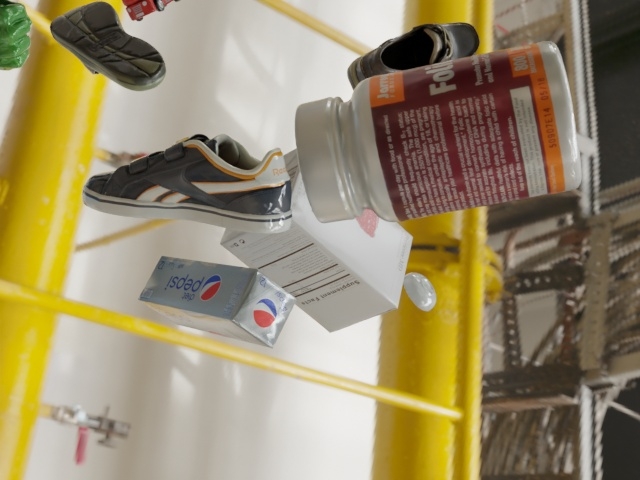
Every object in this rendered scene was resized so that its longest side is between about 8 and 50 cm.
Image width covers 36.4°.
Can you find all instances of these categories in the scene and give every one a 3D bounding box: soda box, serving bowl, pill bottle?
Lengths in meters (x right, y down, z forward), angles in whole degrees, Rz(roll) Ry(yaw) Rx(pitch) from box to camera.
[{"bbox_3d":[-0.171,0.095,1.564,0.286,0.098,0.091,6,-116,50],"label":"soda box"},{"bbox_3d":[0.199,0.096,1.890,0.027,0.083,0.083,-36,-135,29],"label":"serving bowl"},{"bbox_3d":[0.173,-0.151,1.455,0.392,0.224,0.224,-10,-123,11],"label":"pill bottle"}]

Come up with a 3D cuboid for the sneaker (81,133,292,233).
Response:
[{"bbox_3d":[-0.191,-0.093,1.393,0.321,0.126,0.127,6,-74,15],"label":"sneaker"}]

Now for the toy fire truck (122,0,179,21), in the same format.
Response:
[{"bbox_3d":[-0.255,-0.414,1.450,0.047,0.135,0.192,-17,-160,25],"label":"toy fire truck"}]

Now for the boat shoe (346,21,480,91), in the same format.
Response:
[{"bbox_3d":[0.220,-0.381,2.029,0.132,0.355,0.130,60,-33,0],"label":"boat shoe"}]

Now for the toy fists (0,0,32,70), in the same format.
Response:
[{"bbox_3d":[-0.632,-0.465,1.867,0.142,0.096,0.279,6,-66,35],"label":"toy fists"}]

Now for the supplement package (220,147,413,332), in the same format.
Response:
[{"bbox_3d":[0.000,0.000,1.752,0.175,0.293,0.177,-25,-143,39],"label":"supplement package"}]

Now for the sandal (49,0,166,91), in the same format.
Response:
[{"bbox_3d":[-0.374,-0.325,1.690,0.303,0.120,0.086,44,-26,35],"label":"sandal"}]
